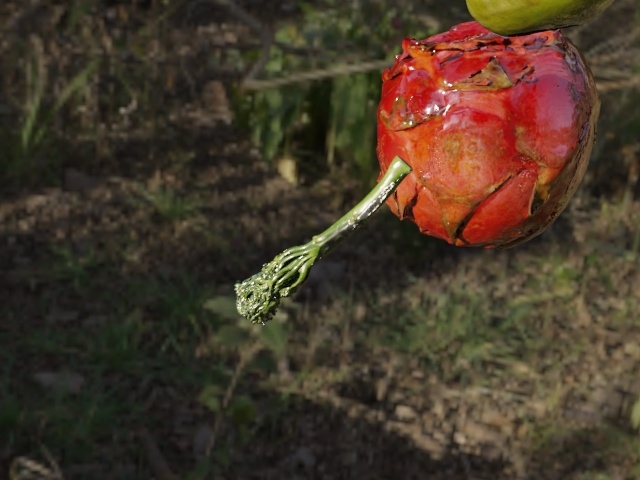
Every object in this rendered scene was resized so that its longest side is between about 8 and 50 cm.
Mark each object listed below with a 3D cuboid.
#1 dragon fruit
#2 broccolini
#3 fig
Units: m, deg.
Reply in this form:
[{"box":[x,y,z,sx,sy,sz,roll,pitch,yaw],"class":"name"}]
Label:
[{"box":[0.205,-0.142,1.667,0.295,0.302,0.295,11,22,-5],"class":"dragon fruit"},{"box":[0.000,0.000,1.280,0.054,0.239,0.051,55,27,16],"class":"broccolini"},{"box":[0.188,-0.241,1.078,0.154,0.144,0.165,-43,33,-6],"class":"fig"}]
